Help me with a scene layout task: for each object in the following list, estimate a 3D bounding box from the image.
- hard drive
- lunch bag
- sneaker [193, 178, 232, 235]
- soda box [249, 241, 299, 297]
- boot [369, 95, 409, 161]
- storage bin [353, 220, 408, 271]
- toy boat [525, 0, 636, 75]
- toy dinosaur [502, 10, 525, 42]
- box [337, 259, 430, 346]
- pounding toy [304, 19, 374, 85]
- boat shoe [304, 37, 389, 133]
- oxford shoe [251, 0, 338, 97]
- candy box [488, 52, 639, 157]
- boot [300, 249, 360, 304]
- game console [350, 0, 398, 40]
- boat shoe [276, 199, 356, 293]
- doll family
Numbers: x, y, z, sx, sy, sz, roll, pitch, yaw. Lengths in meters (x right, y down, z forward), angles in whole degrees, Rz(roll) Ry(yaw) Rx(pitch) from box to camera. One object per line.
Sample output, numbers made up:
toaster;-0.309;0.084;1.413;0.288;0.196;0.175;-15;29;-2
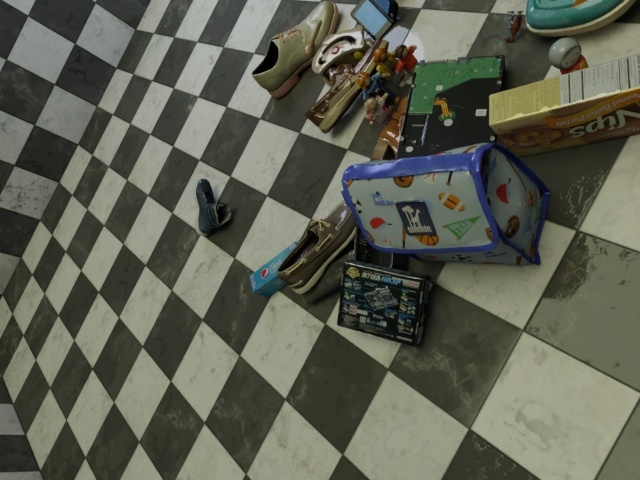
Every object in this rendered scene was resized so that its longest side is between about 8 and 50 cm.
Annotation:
hard drive;0.338;-0.326;1.333;0.237;0.064;0.338;4;65;21
lunch bag;0.276;-0.077;1.143;0.328;0.386;0.238;0;72;39
sneaker;-0.400;-0.145;1.935;0.164;0.086;0.226;-22;69;45
soda box;-0.123;0.094;1.624;0.210;0.071;0.067;-35;52;25
boot;0.284;-0.287;1.428;0.284;0.109;0.220;22;83;50
storage bin;0.165;0.013;1.405;0.122;0.084;0.180;-11;65;37
toy boat;0.598;-0.526;1.206;0.268;0.148;0.317;-1;74;45
toy dinosaur;0.501;-0.555;1.354;0.047;0.082;0.090;1;35;13
box;0.155;0.154;1.307;0.221;0.051;0.175;11;101;28
pounding toy;0.037;-0.627;1.722;0.270;0.155;0.154;0;69;40
boat shoe;0.077;-0.506;1.639;0.123;0.123;0.342;39;109;-1
oxford shoe;-0.090;-0.706;1.868;0.396;0.147;0.140;-52;47;11
candy box;0.554;-0.281;1.127;0.317;0.183;0.087;-8;69;38
boot;0.032;0.133;1.475;0.209;0.076;0.189;-26;43;22
game console;0.171;-0.747;1.675;0.085;0.124;0.144;-39;78;-7
boat shoe;0.000;0.000;1.501;0.324;0.097;0.117;-52;32;-7
doll family;0.184;-0.466;1.527;0.118;0.163;0.262;32;95;43
